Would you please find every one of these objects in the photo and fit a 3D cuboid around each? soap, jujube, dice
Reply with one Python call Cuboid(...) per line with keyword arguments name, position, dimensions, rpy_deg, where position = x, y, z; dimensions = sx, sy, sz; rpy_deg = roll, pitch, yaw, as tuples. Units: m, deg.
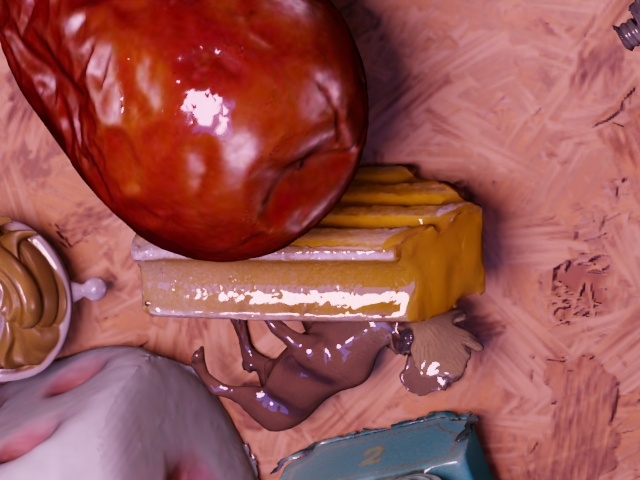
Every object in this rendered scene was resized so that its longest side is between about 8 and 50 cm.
Cuboid(name="soap", position=(0.000, 0.000, 1.113), dimensions=(0.257, 0.160, 0.080), rpy_deg=(1, 116, 13))
Cuboid(name="jujube", position=(-0.105, -0.120, 1.021), dimensions=(0.318, 0.223, 0.223), rpy_deg=(37, 122, 38))
Cuboid(name="dice", position=(-0.210, 0.265, 1.212), dimensions=(0.262, 0.268, 0.265), rpy_deg=(-22, 107, 20))

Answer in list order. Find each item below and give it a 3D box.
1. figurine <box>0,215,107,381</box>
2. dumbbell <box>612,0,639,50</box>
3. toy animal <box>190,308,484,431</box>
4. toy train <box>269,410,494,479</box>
Cuboid(name="figurine", position=(-0.331, 0.067, 1.241), dimensions=(0.274, 0.133, 0.194), rpy_deg=(-29, 82, 29))
Cuboid(name="dumbbell", position=(0.323, -0.204, 0.997), dimensions=(0.254, 0.110, 0.110), rpy_deg=(-29, 104, 14))
Cuboid(name="toy animal", position=(0.018, 0.091, 1.196), dimensions=(0.186, 0.094, 0.214), rpy_deg=(42, 122, -2))
Cuboid(name="toy train", position=(0.053, 0.232, 1.197), dimensions=(0.203, 0.163, 0.112), rpy_deg=(-13, 111, 19))
